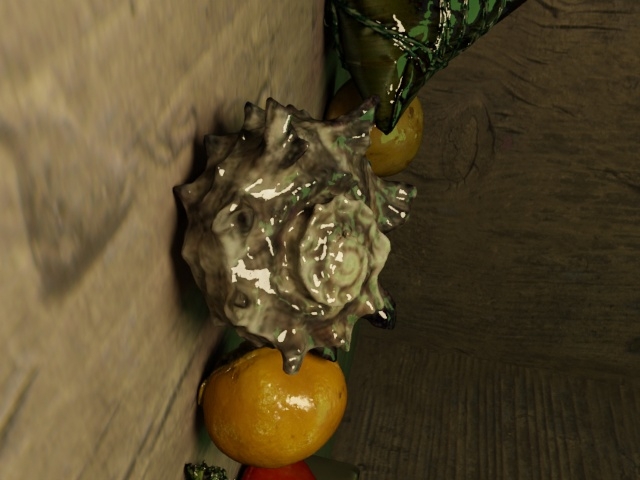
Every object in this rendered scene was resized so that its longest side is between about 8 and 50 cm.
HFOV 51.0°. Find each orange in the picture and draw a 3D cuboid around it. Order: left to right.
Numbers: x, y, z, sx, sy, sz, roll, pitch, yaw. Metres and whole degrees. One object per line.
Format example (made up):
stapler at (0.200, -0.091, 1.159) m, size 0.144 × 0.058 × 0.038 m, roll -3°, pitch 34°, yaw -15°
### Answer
orange at (-0.049, 0.158, 0.701) m, size 0.154 × 0.155 × 0.134 m, roll -61°, pitch 142°, yaw -68°

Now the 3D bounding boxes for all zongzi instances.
zongzi at (0.193, -0.381, 1.065) m, size 0.383 × 0.363 × 0.318 m, roll -60°, pitch 140°, yaw -64°

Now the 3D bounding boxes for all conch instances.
conch at (-0.009, 0.009, 0.605) m, size 0.313 × 0.186 × 0.240 m, roll 67°, pitch 24°, yaw -62°

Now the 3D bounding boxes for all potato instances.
potato at (0.079, -0.196, 1.186) m, size 0.158 × 0.178 × 0.203 m, roll -41°, pitch 149°, yaw -58°

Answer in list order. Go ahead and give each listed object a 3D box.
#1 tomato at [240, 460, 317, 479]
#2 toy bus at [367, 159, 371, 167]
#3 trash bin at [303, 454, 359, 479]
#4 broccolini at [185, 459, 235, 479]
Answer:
tomato at (-0.061, 0.431, 0.993) m, size 0.200 × 0.140 × 0.232 m, roll -28°, pitch 129°, yaw -72°
toy bus at (0.005, -0.005, 1.018) m, size 0.134 × 0.114 × 0.246 m, roll -38°, pitch 136°, yaw -72°
trash bin at (-0.023, 0.549, 1.337) m, size 0.240 × 0.164 × 0.122 m, roll -56°, pitch 154°, yaw -71°
broccolini at (-0.130, 0.368, 0.689) m, size 0.123 × 0.062 × 0.271 m, roll 48°, pitch 45°, yaw -61°
